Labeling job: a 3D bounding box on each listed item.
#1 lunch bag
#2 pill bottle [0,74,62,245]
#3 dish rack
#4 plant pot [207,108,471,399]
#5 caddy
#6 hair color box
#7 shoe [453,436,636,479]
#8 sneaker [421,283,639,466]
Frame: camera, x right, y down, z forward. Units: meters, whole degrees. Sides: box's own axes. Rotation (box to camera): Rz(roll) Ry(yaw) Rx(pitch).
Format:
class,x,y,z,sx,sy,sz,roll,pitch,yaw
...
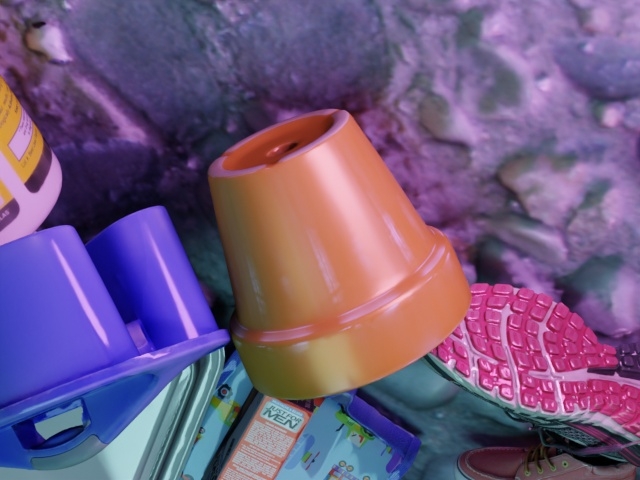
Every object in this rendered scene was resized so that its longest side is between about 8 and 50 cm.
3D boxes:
class,x,y,z,sx,sy,sz,roll,pitch,yaw
lunch bag,-0.057,0.231,1.517,0.221,0.138,0.293,36,125,-11
pill bottle,-0.377,-0.133,1.225,0.188,0.188,0.334,-10,128,28
dish rack,-0.285,0.144,1.448,0.333,0.072,0.285,26,113,7
plant pot,0.000,0.000,1.225,0.205,0.205,0.188,-12,112,29
caddy,-0.236,0.105,1.237,0.341,0.241,0.179,-24,84,37
hair color box,-0.064,0.200,1.403,0.053,0.093,0.167,28,109,-8
shoe,0.223,0.217,1.436,0.178,0.063,0.081,9,134,5
sneaker,0.213,0.137,1.302,0.299,0.121,0.112,23,142,-15
